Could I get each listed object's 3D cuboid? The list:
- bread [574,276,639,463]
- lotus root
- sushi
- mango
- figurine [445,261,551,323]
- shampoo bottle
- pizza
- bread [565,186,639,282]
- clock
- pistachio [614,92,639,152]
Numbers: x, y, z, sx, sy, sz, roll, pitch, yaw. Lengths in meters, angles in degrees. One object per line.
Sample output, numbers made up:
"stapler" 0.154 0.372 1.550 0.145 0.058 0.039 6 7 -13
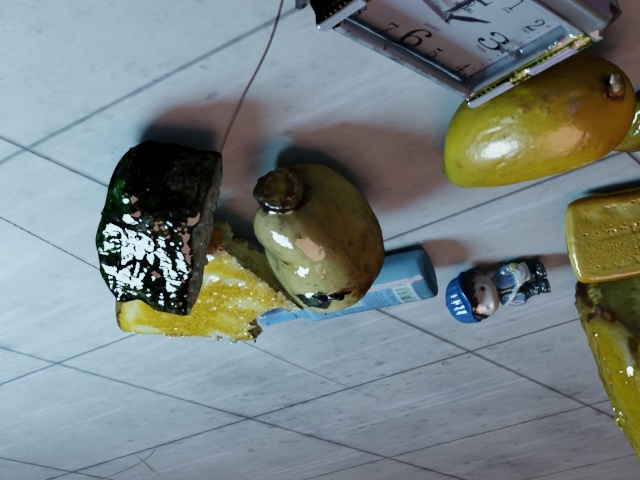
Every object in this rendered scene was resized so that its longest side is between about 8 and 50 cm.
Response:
"bread" 0.518 0.203 1.684 0.215 0.398 0.398 -25 151 9
"lotus root" 0.000 0.000 1.385 0.140 0.154 0.257 -7 152 17
"sushi" -0.186 -0.013 1.316 0.127 0.124 0.225 15 137 -2
"mango" 0.218 -0.115 1.220 0.177 0.119 0.317 -15 172 -19
"figurine" 0.254 0.068 1.690 0.149 0.086 0.087 -18 -165 1
"shampoo bottle" 0.032 0.072 1.653 0.258 0.061 0.104 -13 155 15
"pizza" -0.146 0.058 1.559 0.223 0.089 0.323 16 150 -27
"bread" 0.417 -0.014 1.500 0.200 0.116 0.077 -12 179 14
"clock" 0.121 -0.218 1.025 0.186 0.083 0.253 -27 148 37
"pistachio" 0.378 -0.133 1.299 0.090 0.049 0.173 13 149 -33
